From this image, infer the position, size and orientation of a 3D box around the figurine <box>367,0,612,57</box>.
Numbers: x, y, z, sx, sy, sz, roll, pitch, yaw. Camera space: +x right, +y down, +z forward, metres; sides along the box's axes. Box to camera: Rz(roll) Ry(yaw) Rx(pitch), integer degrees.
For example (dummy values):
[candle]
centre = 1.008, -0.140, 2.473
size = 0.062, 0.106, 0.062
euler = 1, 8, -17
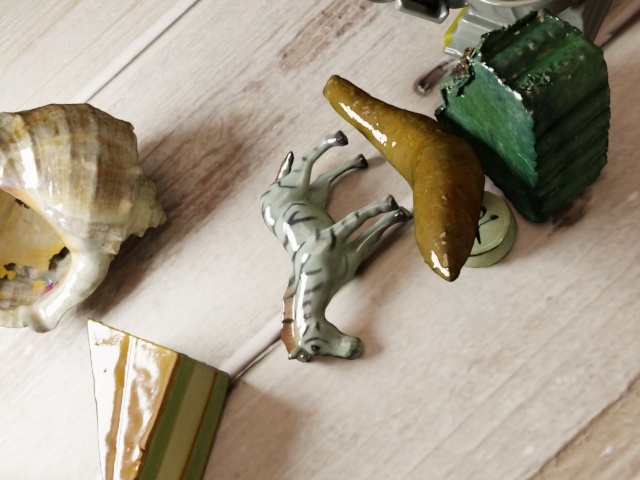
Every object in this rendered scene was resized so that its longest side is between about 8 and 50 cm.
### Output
[figurine]
centre = 0.207, -0.314, 0.687
size = 0.342, 0.285, 0.167
euler = -40, 57, 4

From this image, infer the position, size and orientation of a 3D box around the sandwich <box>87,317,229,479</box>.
[sandwich]
centre = -0.198, 0.196, 0.720
size = 0.144, 0.117, 0.187
euler = 6, 69, 30

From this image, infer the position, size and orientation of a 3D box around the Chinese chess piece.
[Chinese chess piece]
centre = 0.161, -0.013, 0.704
size = 0.084, 0.034, 0.084
euler = -12, 59, 20

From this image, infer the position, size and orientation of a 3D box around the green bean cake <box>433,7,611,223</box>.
[green bean cake]
centre = 0.186, -0.143, 0.657
size = 0.107, 0.208, 0.193
euler = -35, 57, 2

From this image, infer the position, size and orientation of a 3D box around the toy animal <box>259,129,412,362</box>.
[toy animal]
centre = 0.016, -0.004, 0.740
size = 0.169, 0.090, 0.255
euler = -23, 55, 18

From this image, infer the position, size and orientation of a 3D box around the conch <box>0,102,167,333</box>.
[conch]
centre = -0.382, -0.043, 0.872
size = 0.352, 0.210, 0.297
euler = 14, 91, -2

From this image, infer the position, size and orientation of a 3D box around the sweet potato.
[sweet potato]
centre = 0.101, -0.086, 0.700
size = 0.346, 0.108, 0.079
euler = 63, 140, 45
